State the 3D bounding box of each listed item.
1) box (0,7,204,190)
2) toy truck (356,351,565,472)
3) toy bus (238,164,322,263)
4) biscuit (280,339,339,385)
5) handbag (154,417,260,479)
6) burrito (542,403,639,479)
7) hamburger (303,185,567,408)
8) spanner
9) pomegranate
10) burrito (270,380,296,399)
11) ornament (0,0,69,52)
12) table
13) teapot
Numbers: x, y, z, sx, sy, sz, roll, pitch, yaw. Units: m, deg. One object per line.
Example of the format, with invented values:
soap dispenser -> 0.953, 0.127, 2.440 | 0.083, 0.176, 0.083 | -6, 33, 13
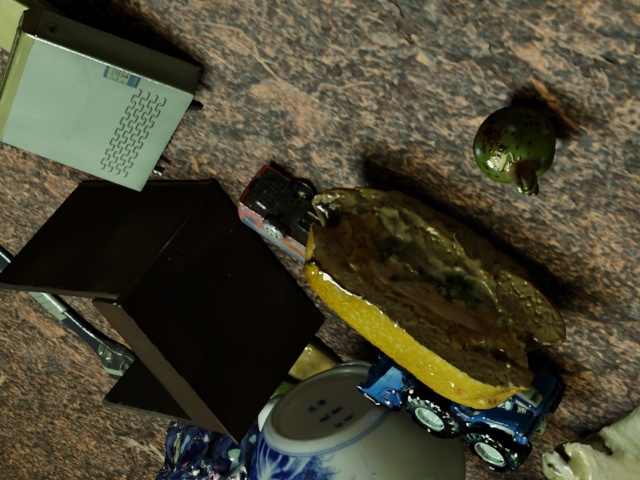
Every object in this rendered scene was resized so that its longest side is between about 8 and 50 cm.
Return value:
box -> -0.244, -0.147, 1.719 | 0.210, 0.045, 0.270 | 19, 155, -10
toy truck -> 0.150, 0.148, 1.716 | 0.208, 0.113, 0.126 | 23, 151, 22
toy bus -> 0.000, 0.000, 1.708 | 0.192, 0.065, 0.077 | 35, 161, 3
biscuit -> -0.041, 0.177, 2.078 | 0.118, 0.029, 0.247 | 33, 153, 5
handbag -> -0.159, 0.301, 2.281 | 0.113, 0.162, 0.260 | 28, 156, -16
burrito -> 0.344, 0.251, 1.642 | 0.175, 0.107, 0.348 | 57, 151, 11
hamburger -> 0.101, 0.053, 1.594 | 0.283, 0.144, 0.156 | 35, 163, 5
spanner -> -0.383, 0.104, 2.372 | 0.316, 0.024, 0.087 | 44, 151, -13
pomegranate -> 0.164, -0.076, 1.368 | 0.073, 0.084, 0.073 | 18, 144, 14
burrito -> 0.004, 0.238, 2.064 | 0.288, 0.054, 0.104 | 22, 154, 2
ornament -> -0.371, -0.271, 1.709 | 0.180, 0.059, 0.201 | 0, 138, 50
table -> -0.199, 0.079, 1.921 | 0.282, 0.196, 0.250 | 4, 140, 47
teapot -> 0.052, 0.297, 1.865 | 0.424, 0.252, 0.280 | 22, 140, 54
